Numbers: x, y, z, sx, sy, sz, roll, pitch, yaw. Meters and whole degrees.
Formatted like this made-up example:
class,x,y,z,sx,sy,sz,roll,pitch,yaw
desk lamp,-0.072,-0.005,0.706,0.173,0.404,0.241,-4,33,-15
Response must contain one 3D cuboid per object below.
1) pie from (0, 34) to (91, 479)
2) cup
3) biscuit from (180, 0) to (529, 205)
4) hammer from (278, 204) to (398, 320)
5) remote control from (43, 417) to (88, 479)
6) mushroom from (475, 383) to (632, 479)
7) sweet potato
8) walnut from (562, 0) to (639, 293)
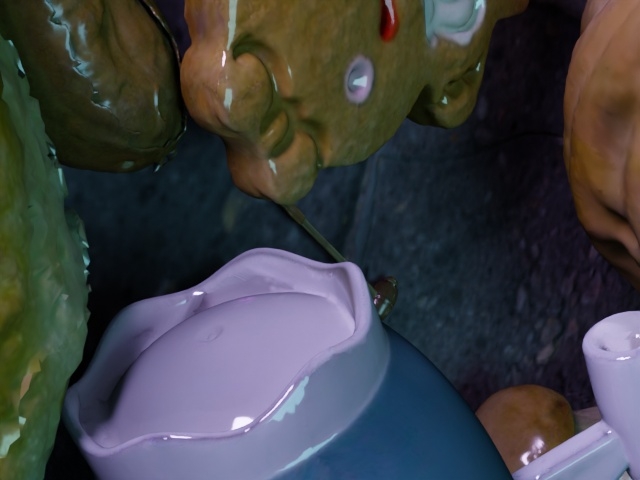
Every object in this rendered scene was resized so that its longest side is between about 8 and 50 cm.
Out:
class,x,y,z,sx,sy,sz,roll,pitch,yaw
pie,-0.234,-0.020,0.234,0.418,0.180,0.395,-31,125,-42
cup,-0.007,0.102,0.432,0.300,0.167,0.173,-24,116,-5
biscuit,0.027,-0.120,0.494,0.249,0.035,0.184,-40,128,-43
hammer,0.000,0.000,0.565,0.123,0.014,0.029,46,64,-39
remote control,-0.147,0.151,0.458,0.377,0.044,0.107,-37,131,-28
mushroom,0.238,0.150,0.703,0.350,0.128,0.128,8,100,-19
sweet potato,-0.105,-0.119,0.394,0.081,0.062,0.233,-49,131,-45
walnut,0.267,-0.059,0.589,0.306,0.306,0.344,-51,138,-18
